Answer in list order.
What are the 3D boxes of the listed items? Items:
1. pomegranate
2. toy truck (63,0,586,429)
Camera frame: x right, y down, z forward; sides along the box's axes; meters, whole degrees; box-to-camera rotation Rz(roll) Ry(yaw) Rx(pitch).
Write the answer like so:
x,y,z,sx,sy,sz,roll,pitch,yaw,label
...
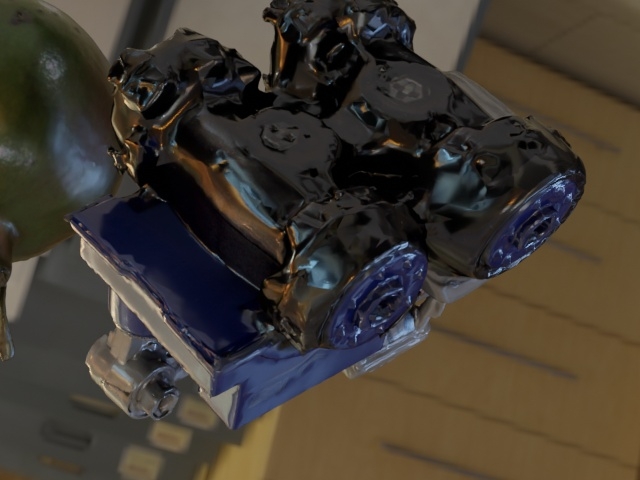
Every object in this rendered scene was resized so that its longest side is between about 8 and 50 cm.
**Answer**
x,y,z,sx,sy,sz,roll,pitch,yaw,label
-0.206,-0.039,0.922,0.181,0.224,0.181,0,153,0,pomegranate
0.000,0.000,0.711,0.161,0.213,0.177,44,142,29,toy truck
